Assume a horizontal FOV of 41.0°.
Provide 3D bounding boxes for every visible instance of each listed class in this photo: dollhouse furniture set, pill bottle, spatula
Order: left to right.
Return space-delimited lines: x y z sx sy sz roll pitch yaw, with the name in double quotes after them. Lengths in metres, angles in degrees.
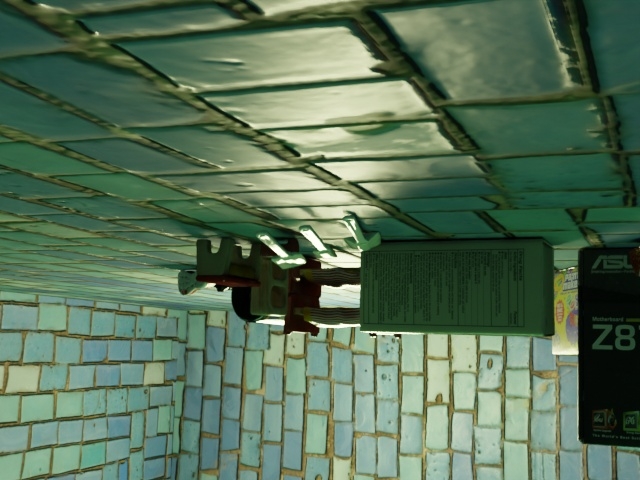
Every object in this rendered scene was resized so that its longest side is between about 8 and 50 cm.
-0.100 0.137 2.007 0.122 0.123 0.219 -3 172 32 "pill bottle"
-0.028 0.091 1.520 0.201 0.152 0.374 -3 171 34 "dollhouse furniture set"
0.000 0.000 1.247 0.168 0.019 0.242 -10 166 7 "spatula"

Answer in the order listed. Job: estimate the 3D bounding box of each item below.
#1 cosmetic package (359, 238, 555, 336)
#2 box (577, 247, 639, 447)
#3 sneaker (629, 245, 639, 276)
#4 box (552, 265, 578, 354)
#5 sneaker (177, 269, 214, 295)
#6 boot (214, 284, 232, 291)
0.221 0.079 1.384 0.296 0.153 0.129 0 174 24 "cosmetic package"
0.609 0.171 1.335 0.394 0.319 0.097 0 172 25 "box"
0.505 0.015 1.225 0.067 0.064 0.175 -18 179 -4 "sneaker"
0.625 0.137 1.631 0.279 0.177 0.290 3 172 -4 "box"
-0.282 0.097 2.006 0.064 0.061 0.158 -1 176 -37 "sneaker"
-0.207 0.106 2.103 0.099 0.045 0.121 6 179 -16 "boot"
